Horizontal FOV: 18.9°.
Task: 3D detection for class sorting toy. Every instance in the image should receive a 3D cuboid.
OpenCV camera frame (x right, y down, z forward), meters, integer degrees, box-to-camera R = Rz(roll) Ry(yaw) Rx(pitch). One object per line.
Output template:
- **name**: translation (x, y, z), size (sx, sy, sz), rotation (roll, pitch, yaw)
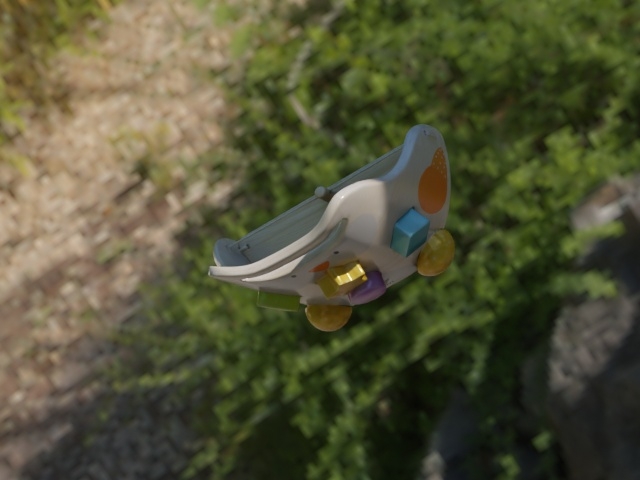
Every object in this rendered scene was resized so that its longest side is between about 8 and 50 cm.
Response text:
- **sorting toy**: translation (0.000, 0.000, 0.607), size (0.083, 0.045, 0.075), rotation (-30, -12, 19)
